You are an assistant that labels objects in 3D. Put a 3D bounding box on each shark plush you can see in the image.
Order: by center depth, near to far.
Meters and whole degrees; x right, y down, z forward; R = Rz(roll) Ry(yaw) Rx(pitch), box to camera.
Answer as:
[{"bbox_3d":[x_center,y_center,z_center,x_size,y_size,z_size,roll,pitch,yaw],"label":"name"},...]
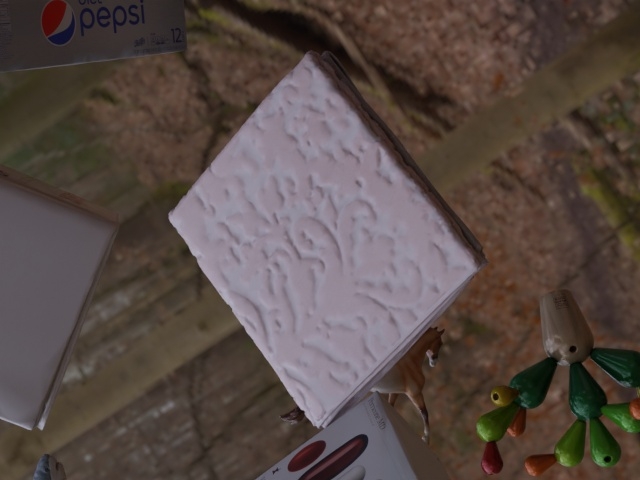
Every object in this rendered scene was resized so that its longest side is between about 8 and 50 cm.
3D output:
[{"bbox_3d":[-0.435,0.398,2.119,0.067,0.161,0.073,38,-174,-30],"label":"shark plush"}]

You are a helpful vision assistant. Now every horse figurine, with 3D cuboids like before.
[{"bbox_3d":[0.073,0.218,2.060,0.066,0.263,0.174,17,106,61],"label":"horse figurine"}]

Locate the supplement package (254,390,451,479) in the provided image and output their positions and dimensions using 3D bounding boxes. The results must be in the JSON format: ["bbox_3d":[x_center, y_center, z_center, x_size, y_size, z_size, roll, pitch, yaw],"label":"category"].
[{"bbox_3d":[0.046,0.318,1.561,0.149,0.203,0.194,49,-173,-32],"label":"supplement package"}]

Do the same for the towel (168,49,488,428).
[{"bbox_3d":[0.000,0.000,1.628,0.053,0.317,0.332,-11,-121,-53],"label":"towel"}]

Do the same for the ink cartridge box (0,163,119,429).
[{"bbox_3d":[-0.361,-0.016,1.079,0.395,0.166,0.285,22,180,-9],"label":"ink cartridge box"}]

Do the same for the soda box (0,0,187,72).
[{"bbox_3d":[-0.270,-0.230,1.476,0.286,0.098,0.091,-17,-73,-51],"label":"soda box"}]

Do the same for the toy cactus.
[{"bbox_3d":[0.246,0.132,1.367,0.112,0.219,0.180,55,-160,-61],"label":"toy cactus"}]
